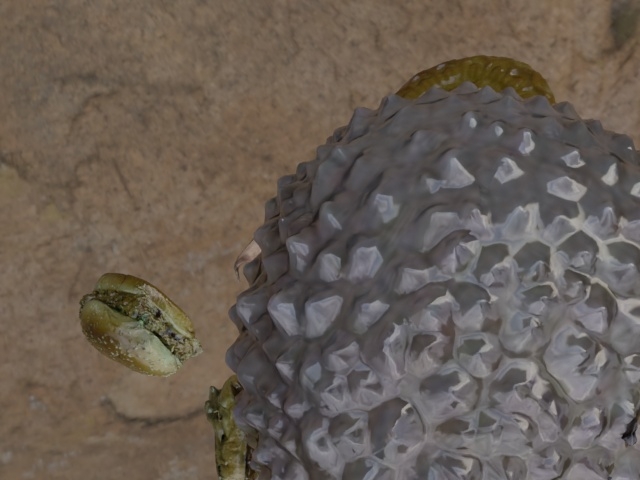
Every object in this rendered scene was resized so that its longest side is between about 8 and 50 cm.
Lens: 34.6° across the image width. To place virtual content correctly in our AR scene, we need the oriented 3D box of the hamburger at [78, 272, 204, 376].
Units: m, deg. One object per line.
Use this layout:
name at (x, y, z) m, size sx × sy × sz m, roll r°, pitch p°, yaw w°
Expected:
hamburger at (-0.320, 0.151, 1.735) m, size 0.122 × 0.215 × 0.189 m, roll -59°, pitch 136°, yaw -24°

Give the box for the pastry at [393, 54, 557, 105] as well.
pastry at (0.187, -0.097, 1.218) m, size 0.240 × 0.235 × 0.132 m, roll 1°, pitch 149°, yaw 27°

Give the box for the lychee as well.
lychee at (0.115, 0.076, 0.794) m, size 0.432 × 0.380 × 0.380 m, roll -47°, pitch 143°, yaw -39°

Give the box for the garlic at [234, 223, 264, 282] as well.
garlic at (0.000, 0.002, 1.372) m, size 0.207 × 0.115 × 0.128 m, roll 12°, pitch 104°, yaw 0°

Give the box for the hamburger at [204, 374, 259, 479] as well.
hamburger at (-0.045, 0.248, 1.167) m, size 0.130 × 0.183 × 0.206 m, roll -13°, pitch 141°, yaw 9°
